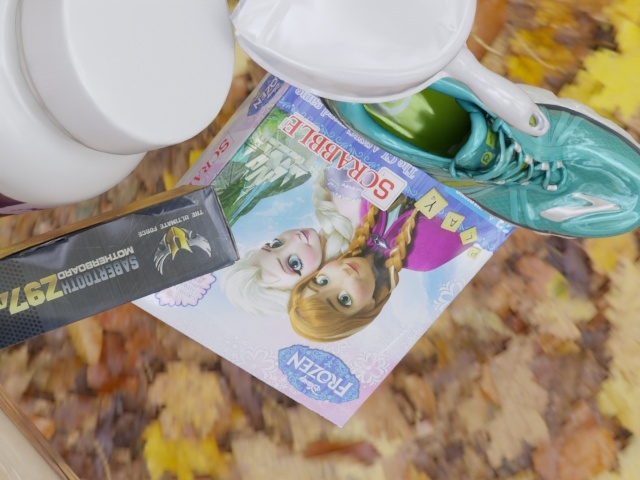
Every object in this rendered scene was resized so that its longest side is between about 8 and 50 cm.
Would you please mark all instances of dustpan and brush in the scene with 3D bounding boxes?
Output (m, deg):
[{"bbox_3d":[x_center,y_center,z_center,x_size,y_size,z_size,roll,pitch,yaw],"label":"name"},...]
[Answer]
[{"bbox_3d":[0.059,-0.121,1.094,0.211,0.060,0.147,33,79,-16],"label":"dustpan and brush"}]

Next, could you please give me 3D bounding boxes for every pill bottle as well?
[{"bbox_3d":[-0.197,-0.095,1.108,0.302,0.169,0.169,-8,107,43],"label":"pill bottle"}]

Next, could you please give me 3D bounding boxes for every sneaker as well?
[{"bbox_3d":[0.121,-0.064,1.372,0.275,0.110,0.107,21,105,-12],"label":"sneaker"}]

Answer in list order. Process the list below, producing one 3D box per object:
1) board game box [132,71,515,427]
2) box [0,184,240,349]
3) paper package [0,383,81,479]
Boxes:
[{"bbox_3d":[0.000,0.000,1.983,0.319,0.066,0.318,33,104,-29],"label":"board game box"},{"bbox_3d":[-0.180,0.025,1.274,0.233,0.183,0.059,-20,96,-10],"label":"box"},{"bbox_3d":[-0.209,0.143,0.953,0.168,0.309,0.325,-41,88,-8],"label":"paper package"}]
